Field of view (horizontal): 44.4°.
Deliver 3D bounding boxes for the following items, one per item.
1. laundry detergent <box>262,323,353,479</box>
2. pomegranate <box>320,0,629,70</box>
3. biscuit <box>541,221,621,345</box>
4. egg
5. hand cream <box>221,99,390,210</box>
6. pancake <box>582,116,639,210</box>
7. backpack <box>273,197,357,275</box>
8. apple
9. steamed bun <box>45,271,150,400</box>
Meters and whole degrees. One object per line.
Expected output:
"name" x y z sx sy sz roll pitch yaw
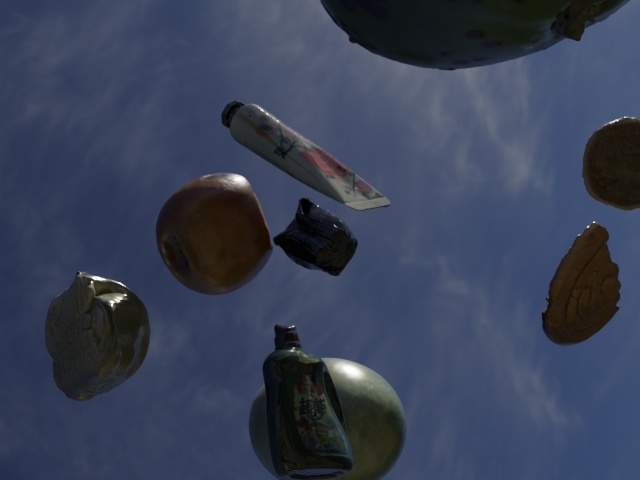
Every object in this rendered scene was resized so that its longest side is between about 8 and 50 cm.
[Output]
"laundry detergent" -0.024 0.224 1.119 0.144 0.078 0.221 19 -131 -43
"pomegranate" 0.088 -0.228 0.431 0.254 0.254 0.270 1 -112 -44
"biscuit" 0.371 0.082 1.113 0.144 0.033 0.224 -42 -43 -13
"egg" 0.010 0.348 1.477 0.259 0.352 0.258 10 -105 -41
"hand cream" -0.026 -0.096 0.899 0.080 0.234 0.050 -12 -50 -51
"pancake" 0.516 -0.127 1.319 0.028 0.158 0.158 -34 -49 -71
"backpack" -0.001 0.004 1.476 0.120 0.165 0.106 -52 -49 0
"apple" -0.191 -0.017 1.466 0.208 0.237 0.236 -34 -56 -31
"steamed bun" -0.377 0.165 1.374 0.144 0.218 0.211 8 -128 -41
